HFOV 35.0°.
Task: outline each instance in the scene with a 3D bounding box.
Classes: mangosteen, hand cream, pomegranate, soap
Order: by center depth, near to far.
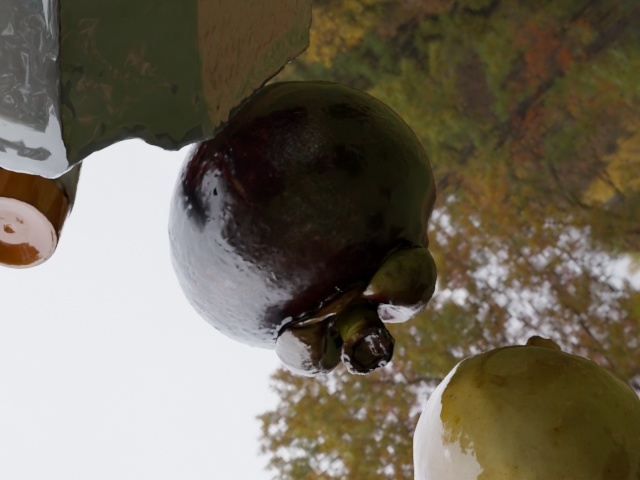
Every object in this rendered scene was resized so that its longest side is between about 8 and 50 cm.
[{"bbox_3d":[-0.201,-0.224,0.738,0.350,0.213,0.435,15,-152,6],"label":"soap"},{"bbox_3d":[0.189,0.201,0.917,0.233,0.233,0.233,38,-157,-19],"label":"pomegranate"},{"bbox_3d":[-0.278,-0.099,1.028,0.089,0.139,0.314,13,-139,-12],"label":"hand cream"},{"bbox_3d":[-0.006,-0.016,1.041,0.293,0.297,0.297,23,-165,19],"label":"mangosteen"}]
